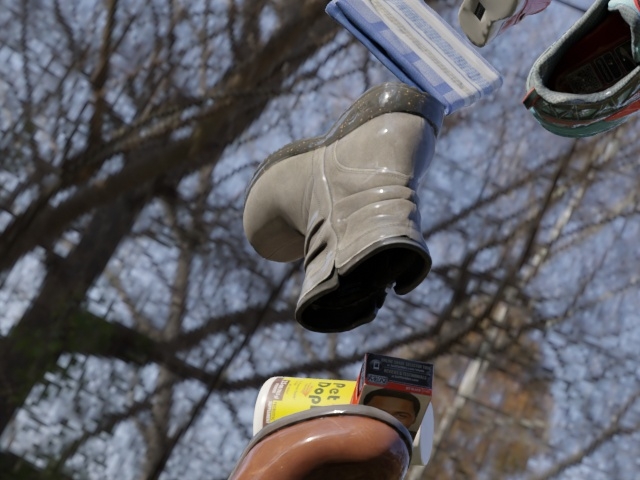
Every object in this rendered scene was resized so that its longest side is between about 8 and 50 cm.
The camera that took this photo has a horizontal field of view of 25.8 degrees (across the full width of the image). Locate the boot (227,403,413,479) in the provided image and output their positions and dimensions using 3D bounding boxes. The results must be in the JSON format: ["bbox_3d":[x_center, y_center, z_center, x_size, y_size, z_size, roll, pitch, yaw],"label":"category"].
[{"bbox_3d":[-0.056,0.240,0.834,0.264,0.280,0.096,-26,-66,15],"label":"boot"}]

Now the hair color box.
[{"bbox_3d":[0.066,0.176,1.432,0.072,0.043,0.141,10,-42,-3],"label":"hair color box"}]

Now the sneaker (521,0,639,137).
[{"bbox_3d":[0.284,-0.174,1.149,0.104,0.262,0.125,56,14,14],"label":"sneaker"}]

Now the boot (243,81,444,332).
[{"bbox_3d":[0.000,0.000,1.440,0.118,0.223,0.338,22,-34,-19],"label":"boot"}]

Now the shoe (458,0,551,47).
[{"bbox_3d":[0.199,-0.261,1.434,0.063,0.081,0.178,54,-12,7],"label":"shoe"}]

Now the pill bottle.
[{"bbox_3d":[0.031,0.237,1.773,0.215,0.117,0.117,2,-32,16],"label":"pill bottle"}]

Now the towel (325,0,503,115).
[{"bbox_3d":[0.127,-0.247,1.788,0.209,0.285,0.034,44,-66,5],"label":"towel"}]
